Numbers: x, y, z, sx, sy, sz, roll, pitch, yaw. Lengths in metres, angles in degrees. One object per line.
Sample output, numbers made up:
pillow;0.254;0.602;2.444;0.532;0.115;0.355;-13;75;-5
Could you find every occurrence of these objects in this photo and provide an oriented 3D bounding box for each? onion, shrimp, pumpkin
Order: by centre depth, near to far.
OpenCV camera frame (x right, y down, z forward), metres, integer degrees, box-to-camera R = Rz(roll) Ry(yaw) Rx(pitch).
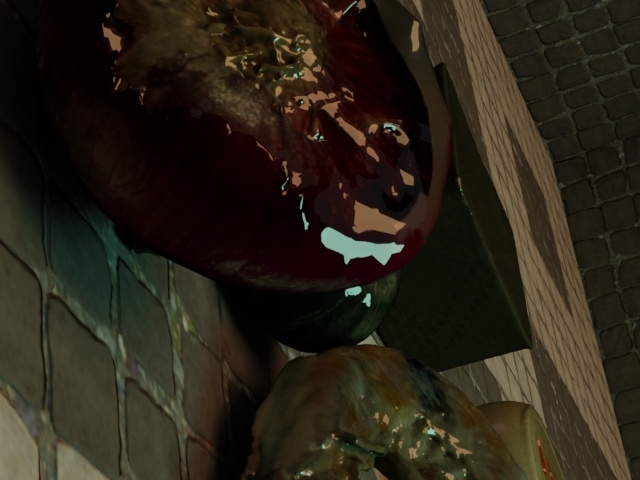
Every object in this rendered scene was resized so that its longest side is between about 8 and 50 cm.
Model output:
onion;-0.056;-0.070;0.964;0.272;0.195;0.272;26;42;-26
shrimp;0.046;0.182;1.064;0.247;0.085;0.360;47;28;9
pumpkin;-0.003;0.001;1.185;0.167;0.125;0.167;-9;90;-83

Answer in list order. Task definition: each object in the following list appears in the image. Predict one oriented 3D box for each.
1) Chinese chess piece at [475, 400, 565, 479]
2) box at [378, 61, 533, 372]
Chinese chess piece;0.211;0.303;1.693;0.273;0.102;0.273;-18;90;-76
box;0.100;-0.016;1.578;0.273;0.143;0.184;60;18;-45
